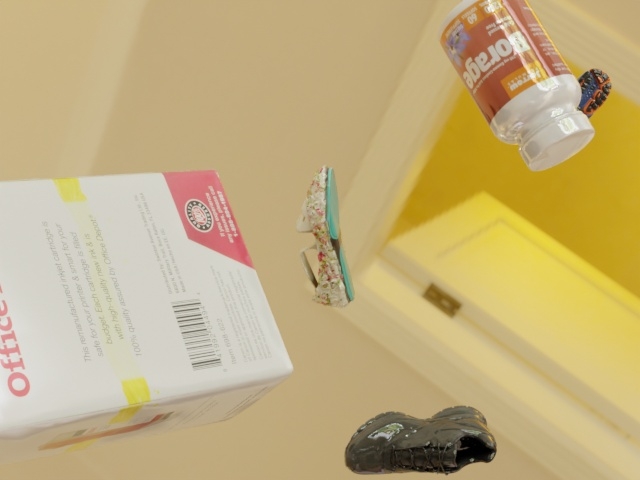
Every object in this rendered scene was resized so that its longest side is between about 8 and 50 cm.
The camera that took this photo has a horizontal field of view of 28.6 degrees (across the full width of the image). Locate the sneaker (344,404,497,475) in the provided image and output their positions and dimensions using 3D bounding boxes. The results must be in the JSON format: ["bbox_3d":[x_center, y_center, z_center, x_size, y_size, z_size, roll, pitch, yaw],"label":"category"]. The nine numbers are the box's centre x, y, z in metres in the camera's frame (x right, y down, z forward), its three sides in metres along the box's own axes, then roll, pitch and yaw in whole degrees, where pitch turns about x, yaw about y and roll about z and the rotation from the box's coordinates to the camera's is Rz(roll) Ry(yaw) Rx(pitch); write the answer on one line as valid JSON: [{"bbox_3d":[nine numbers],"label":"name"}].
[{"bbox_3d":[0.184,0.372,2.262,0.286,0.130,0.109,-11,-68,-13],"label":"sneaker"}]

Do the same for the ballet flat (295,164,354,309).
[{"bbox_3d":[0.000,0.000,2.028,0.091,0.077,0.241,-54,-44,-72],"label":"ballet flat"}]

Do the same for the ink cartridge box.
[{"bbox_3d":[-0.263,0.081,1.411,0.385,0.279,0.160,-5,-24,-40],"label":"ink cartridge box"}]

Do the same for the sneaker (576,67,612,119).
[{"bbox_3d":[0.471,-0.227,2.389,0.221,0.083,0.087,-48,-1,2],"label":"sneaker"}]

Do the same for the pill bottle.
[{"bbox_3d":[0.245,-0.199,1.547,0.121,0.216,0.121,-25,-18,-9],"label":"pill bottle"}]
